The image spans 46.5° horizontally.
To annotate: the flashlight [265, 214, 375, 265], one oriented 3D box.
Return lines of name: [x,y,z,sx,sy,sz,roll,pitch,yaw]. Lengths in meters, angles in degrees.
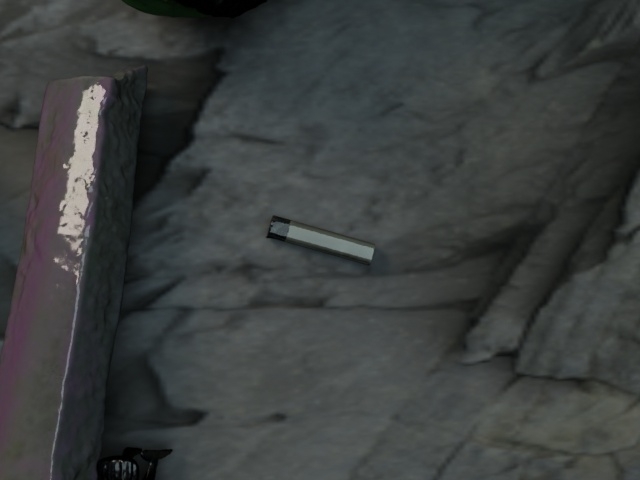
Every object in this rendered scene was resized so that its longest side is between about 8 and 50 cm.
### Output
flashlight: [0.000,0.000,0.578,0.083,0.018,0.018,15,87,-6]

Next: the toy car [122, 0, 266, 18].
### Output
toy car: [-0.011,-0.295,0.522,0.359,0.176,0.213,-32,90,-4]

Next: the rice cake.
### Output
rice cake: [-0.174,0.044,0.507,0.073,0.056,0.364,2,79,23]

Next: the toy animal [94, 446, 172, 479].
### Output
toy animal: [-0.132,0.200,0.527,0.220,0.062,0.107,1,89,6]
